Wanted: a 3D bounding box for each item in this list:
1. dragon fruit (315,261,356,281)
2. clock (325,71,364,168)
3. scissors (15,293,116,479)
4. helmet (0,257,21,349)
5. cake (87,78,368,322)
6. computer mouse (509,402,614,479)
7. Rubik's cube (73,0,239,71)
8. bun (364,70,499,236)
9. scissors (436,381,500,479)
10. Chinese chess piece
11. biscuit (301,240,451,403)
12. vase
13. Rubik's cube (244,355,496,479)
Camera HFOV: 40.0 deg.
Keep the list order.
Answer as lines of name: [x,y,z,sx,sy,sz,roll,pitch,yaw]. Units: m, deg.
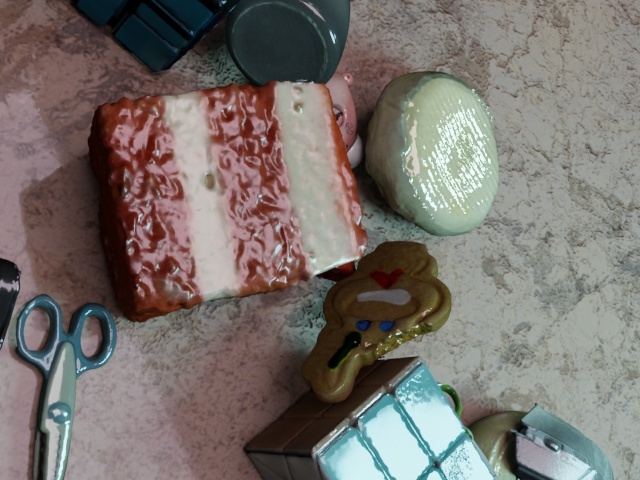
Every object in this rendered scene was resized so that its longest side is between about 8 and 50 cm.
dragon fruit: [0.000,0.000,1.382,0.162,0.083,0.106,15,70,-24]
clock: [-0.006,-0.187,1.410,0.166,0.093,0.162,-5,86,-31]
scissors: [-0.345,0.217,1.158,0.138,0.041,0.289,14,72,-35]
helmet: [-0.467,0.084,1.025,0.189,0.193,0.216,16,42,-46]
cake: [-0.133,-0.049,1.184,0.320,0.270,0.269,-10,87,-19]
computer mouse: [0.400,0.358,1.423,0.231,0.071,0.126,40,61,-15]
Rubik's cube: [-0.212,-0.453,1.236,0.283,0.288,0.293,38,66,-19]
bun: [0.180,-0.140,1.469,0.287,0.146,0.287,5,83,-42]
scissors: [0.220,0.315,1.407,0.101,0.027,0.204,-14,50,-30]
Chinese chess piece: [0.329,0.411,1.472,0.250,0.101,0.250,7,76,-29]
biscuit: [0.080,0.110,1.290,0.320,0.183,0.047,-44,134,-30]
vase: [-0.015,-0.376,1.366,0.173,0.173,0.321,41,42,-17]
Rubik's cube: [0.069,0.322,1.269,0.225,0.221,0.231,-36,98,-31]
